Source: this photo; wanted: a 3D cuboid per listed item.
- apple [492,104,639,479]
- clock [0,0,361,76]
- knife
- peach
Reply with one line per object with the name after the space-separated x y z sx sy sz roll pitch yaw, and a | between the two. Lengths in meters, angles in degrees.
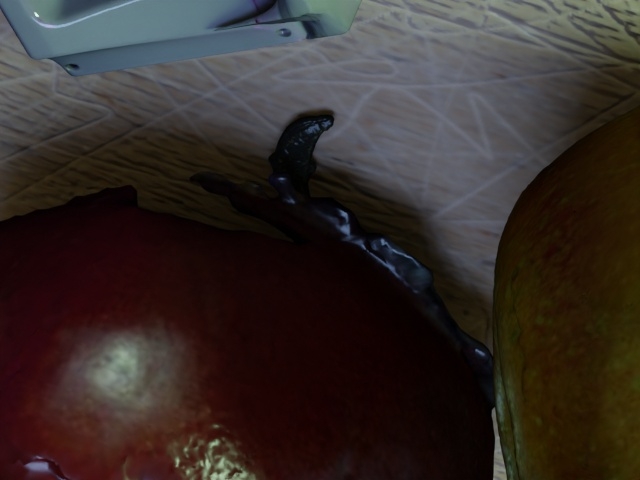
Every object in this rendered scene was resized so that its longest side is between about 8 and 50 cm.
0.269 0.094 1.041 0.374 0.374 0.384 0 124 16 | apple
-0.103 -0.192 1.032 0.186 0.083 0.253 -7 135 23 | clock
-0.006 -0.001 1.261 0.046 0.021 0.222 3 137 9 | knife
-0.078 0.144 1.250 0.417 0.353 0.339 -8 170 -37 | peach
